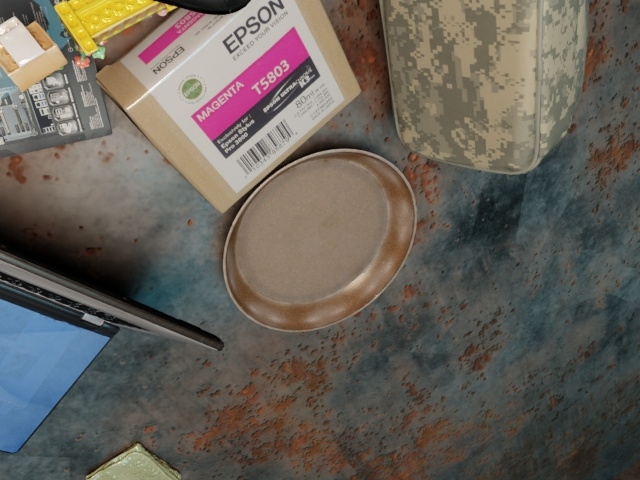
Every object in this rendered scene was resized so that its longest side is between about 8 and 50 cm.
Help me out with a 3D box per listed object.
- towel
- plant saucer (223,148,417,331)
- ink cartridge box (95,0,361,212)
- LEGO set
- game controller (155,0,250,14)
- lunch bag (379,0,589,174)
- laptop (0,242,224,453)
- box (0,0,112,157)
[{"bbox_3d":[-0.313,0.407,0.988,0.110,0.027,0.148,-33,130,-4],"label":"towel"},{"bbox_3d":[0.000,0.000,0.873,0.311,0.050,0.310,-13,126,-19],"label":"plant saucer"},{"bbox_3d":[-0.090,-0.175,0.654,0.235,0.088,0.193,-42,142,-3],"label":"ink cartridge box"},{"bbox_3d":[-0.184,-0.249,0.546,0.132,0.107,0.286,21,84,-15],"label":"LEGO set"},{"bbox_3d":[-0.113,-0.357,0.487,0.167,0.067,0.319,8,88,-31],"label":"game controller"},{"bbox_3d":[0.224,-0.264,0.714,0.256,0.213,0.305,-42,134,-31],"label":"lunch bag"},{"bbox_3d":[-0.400,0.132,0.637,0.382,0.408,0.236,33,68,-39],"label":"laptop"},{"bbox_3d":[-0.324,-0.197,0.565,0.184,0.059,0.232,-18,126,-20],"label":"box"}]
